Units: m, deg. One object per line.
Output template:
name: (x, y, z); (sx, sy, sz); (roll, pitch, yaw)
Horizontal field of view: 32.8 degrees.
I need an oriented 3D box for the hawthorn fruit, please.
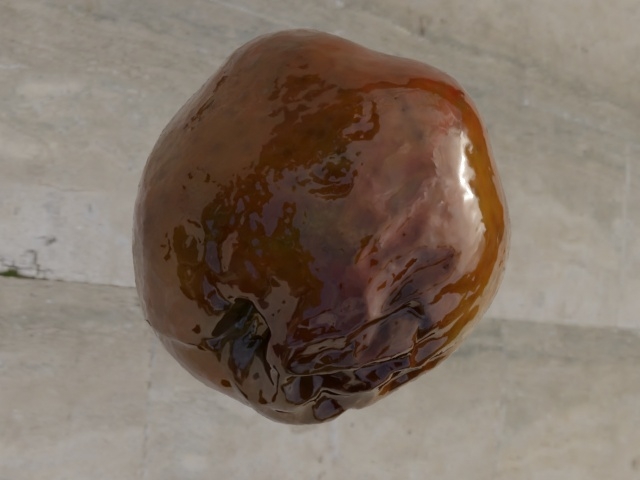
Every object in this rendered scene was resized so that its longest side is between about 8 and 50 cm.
hawthorn fruit: (0.000, 0.000, 1.282); (0.472, 0.472, 0.472); (-2, 92, -43)
